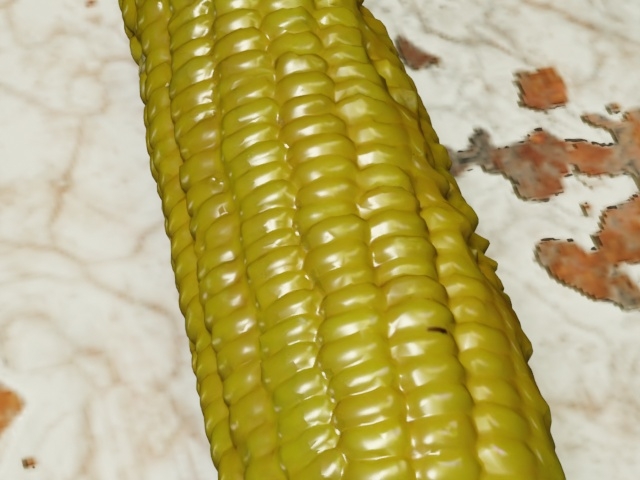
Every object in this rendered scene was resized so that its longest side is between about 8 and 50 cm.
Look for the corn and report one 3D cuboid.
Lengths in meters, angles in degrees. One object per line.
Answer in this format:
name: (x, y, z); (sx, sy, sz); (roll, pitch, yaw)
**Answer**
corn: (0.000, 0.000, 0.646); (0.120, 0.120, 0.363); (-7, 56, -15)
